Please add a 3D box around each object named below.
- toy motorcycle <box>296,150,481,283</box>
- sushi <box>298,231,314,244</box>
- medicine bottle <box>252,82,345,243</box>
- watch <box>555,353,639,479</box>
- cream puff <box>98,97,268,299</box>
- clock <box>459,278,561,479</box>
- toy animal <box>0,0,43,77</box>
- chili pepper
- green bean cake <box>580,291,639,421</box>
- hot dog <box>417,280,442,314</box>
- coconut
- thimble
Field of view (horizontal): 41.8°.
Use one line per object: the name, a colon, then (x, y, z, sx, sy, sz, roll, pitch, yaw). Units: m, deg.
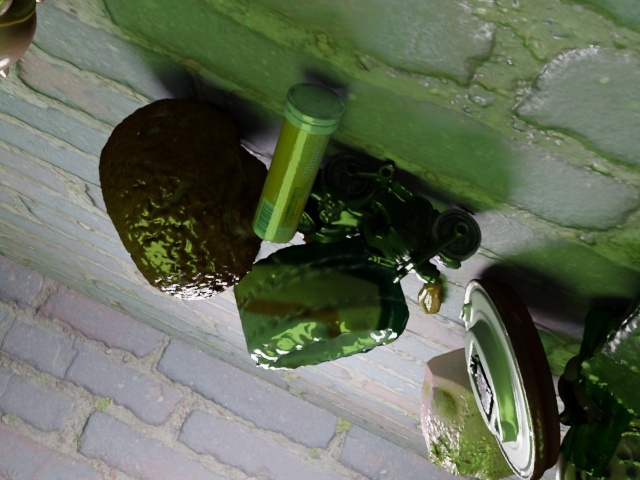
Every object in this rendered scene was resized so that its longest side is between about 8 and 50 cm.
toy motorcycle: (0.074, -0.019, 1.190, 0.275, 0.127, 0.205, 30, 158, 0)
sushi: (-0.003, 0.000, 1.434, 0.118, 0.060, 0.061, 37, 154, -33)
medicine bottle: (-0.035, -0.092, 1.072, 0.073, 0.074, 0.218, 25, 132, 3)
watch: (0.539, 0.356, 1.339, 0.314, 0.335, 0.326, -7, 164, 34)
cream puff: (-0.178, -0.065, 1.212, 0.212, 0.303, 0.303, -17, 145, 14)
clock: (0.278, 0.214, 1.299, 0.080, 0.319, 0.318, -11, 159, -4)
toy animal: (-0.424, -0.307, 1.027, 0.149, 0.165, 0.248, -6, 143, 7)
chili pepper: (0.410, 0.216, 1.205, 0.099, 0.254, 0.083, 11, -179, -9)
green bean cake: (0.472, 0.159, 1.020, 0.241, 0.132, 0.255, 39, 153, 18)
hot dog: (0.193, 0.099, 1.484, 0.044, 0.028, 0.137, -4, 157, 7)
coconut: (0.305, 0.315, 1.601, 0.233, 0.245, 0.233, 5, -163, -2)
thimble: (-0.003, 0.107, 1.380, 0.288, 0.167, 0.254, -26, 158, 37)
